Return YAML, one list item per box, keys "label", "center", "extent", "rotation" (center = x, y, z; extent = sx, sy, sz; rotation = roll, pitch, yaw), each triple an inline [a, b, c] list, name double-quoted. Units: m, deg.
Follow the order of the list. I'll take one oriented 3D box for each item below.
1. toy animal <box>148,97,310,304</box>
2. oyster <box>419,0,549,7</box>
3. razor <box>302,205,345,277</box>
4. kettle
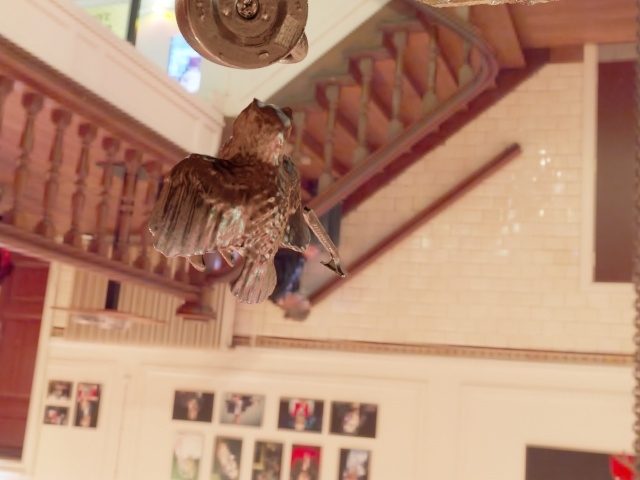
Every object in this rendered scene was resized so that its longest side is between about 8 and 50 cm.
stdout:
- label: "toy animal"
  center: [-0.061, -0.041, 0.848]
  extent: [0.218, 0.179, 0.116]
  rotation: [0, -146, -50]
- label: "oyster"
  center: [0.254, -0.467, 1.419]
  extent: [0.351, 0.158, 0.162]
  rotation: [10, 134, 17]
- label: "razor"
  center: [0.004, -0.004, 1.640]
  extent: [0.066, 0.033, 0.190]
  rotation: [31, 159, 37]
- label: "kettle"
  center: [-0.141, -0.395, 1.543]
  extent: [0.268, 0.207, 0.290]
  rotation: [29, 178, -22]
